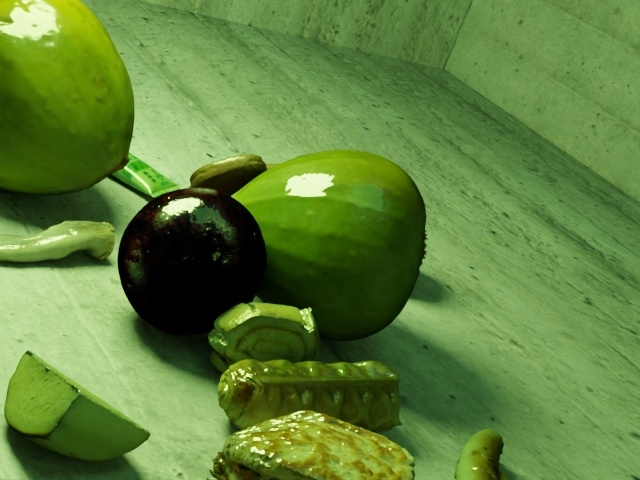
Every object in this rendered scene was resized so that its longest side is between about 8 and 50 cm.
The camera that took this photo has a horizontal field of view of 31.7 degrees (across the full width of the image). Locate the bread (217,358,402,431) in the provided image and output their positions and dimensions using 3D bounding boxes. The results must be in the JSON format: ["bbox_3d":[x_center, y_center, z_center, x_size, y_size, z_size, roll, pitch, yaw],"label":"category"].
[{"bbox_3d":[-0.014,0.204,1.476,0.270,0.098,0.087,6,-16,-36],"label":"bread"}]

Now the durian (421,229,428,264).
[{"bbox_3d":[0.119,0.006,2.028,0.168,0.136,0.158,28,-1,-9],"label":"durian"}]

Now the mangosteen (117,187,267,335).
[{"bbox_3d":[-0.184,0.032,1.603,0.211,0.211,0.250,18,-8,-9],"label":"mangosteen"}]

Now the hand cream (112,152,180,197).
[{"bbox_3d":[-0.342,-0.129,2.018,0.175,0.046,0.095,29,20,14],"label":"hand cream"}]

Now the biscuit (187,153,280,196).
[{"bbox_3d":[-0.124,-0.076,1.861,0.209,0.041,0.290,-14,-20,3],"label":"biscuit"}]

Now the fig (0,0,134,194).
[{"bbox_3d":[-0.455,-0.219,1.781,0.344,0.343,0.343,19,21,-8],"label":"fig"}]

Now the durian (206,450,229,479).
[{"bbox_3d":[-0.015,0.277,1.305,0.224,0.078,0.140,7,26,-28],"label":"durian"}]

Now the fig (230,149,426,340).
[{"bbox_3d":[0.000,0.000,1.714,0.316,0.316,0.316,19,21,-8],"label":"fig"}]

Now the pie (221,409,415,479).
[{"bbox_3d":[-0.003,0.246,1.195,0.205,0.084,0.179,19,14,12],"label":"pie"}]

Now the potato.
[{"bbox_3d":[-0.284,0.203,1.274,0.149,0.081,0.120,21,-17,50],"label":"potato"}]

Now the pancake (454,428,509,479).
[{"bbox_3d":[0.282,0.361,1.429,0.197,0.054,0.376,9,26,-33],"label":"pancake"}]

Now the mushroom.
[{"bbox_3d":[-0.392,0.006,1.649,0.202,0.054,0.059,-9,31,-44],"label":"mushroom"}]

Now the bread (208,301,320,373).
[{"bbox_3d":[-0.076,0.138,1.527,0.156,0.117,0.064,13,24,-22],"label":"bread"}]
